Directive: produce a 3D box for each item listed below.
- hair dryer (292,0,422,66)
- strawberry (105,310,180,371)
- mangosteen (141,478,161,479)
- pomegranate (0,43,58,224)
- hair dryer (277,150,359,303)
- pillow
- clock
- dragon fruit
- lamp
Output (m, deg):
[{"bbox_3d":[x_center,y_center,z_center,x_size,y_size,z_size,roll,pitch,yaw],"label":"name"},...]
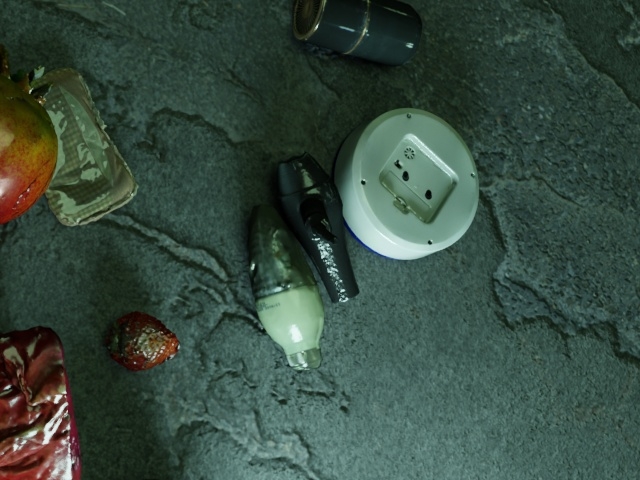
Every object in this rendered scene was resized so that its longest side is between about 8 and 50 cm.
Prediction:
[{"bbox_3d":[0.066,-0.454,1.963,0.189,0.107,0.352,12,69,-27],"label":"hair dryer"},{"bbox_3d":[-0.239,0.139,1.692,0.096,0.083,0.083,25,69,-30],"label":"strawberry"},{"bbox_3d":[-0.179,0.411,1.608,0.216,0.216,0.216,6,77,-26],"label":"mangosteen"},{"bbox_3d":[-0.433,-0.128,1.576,0.210,0.210,0.235,32,74,-18],"label":"pomegranate"},{"bbox_3d":[0.000,0.000,1.753,0.091,0.272,0.236,-20,99,3],"label":"hair dryer"},{"bbox_3d":[-0.346,-0.128,1.715,0.135,0.034,0.211,-32,97,-30],"label":"pillow"},{"bbox_3d":[0.134,-0.088,1.927,0.230,0.083,0.230,5,78,-24],"label":"clock"},{"bbox_3d":[-0.395,0.179,1.503,0.302,0.330,0.240,21,49,-20],"label":"dragon fruit"},{"bbox_3d":[-0.051,0.067,1.789,0.101,0.101,0.250,-13,85,-29],"label":"lamp"}]
